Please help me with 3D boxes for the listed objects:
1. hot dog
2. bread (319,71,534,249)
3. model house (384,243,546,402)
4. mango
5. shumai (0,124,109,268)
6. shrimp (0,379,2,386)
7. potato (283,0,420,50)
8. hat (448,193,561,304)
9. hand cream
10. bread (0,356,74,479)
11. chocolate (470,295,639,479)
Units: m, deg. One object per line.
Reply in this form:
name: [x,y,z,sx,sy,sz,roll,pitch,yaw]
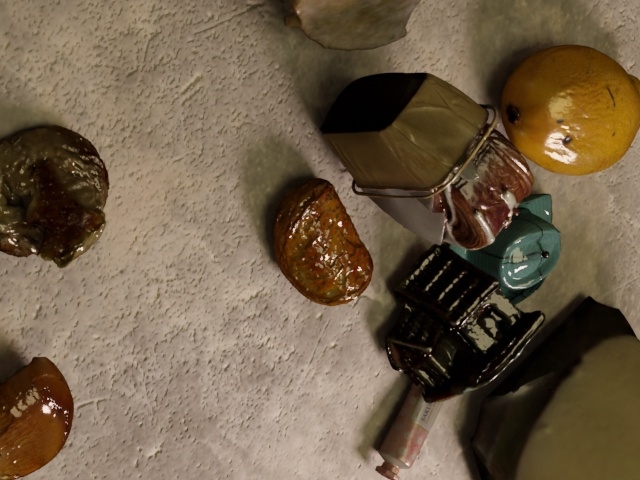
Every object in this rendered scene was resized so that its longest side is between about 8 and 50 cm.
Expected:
hot dog: [0.000,0.001,1.863,0.099,0.065,0.147,-43,119,-22]
bread: [0.123,-0.089,1.829,0.212,0.224,0.142,39,76,-22]
model house: [0.145,0.095,2.002,0.152,0.106,0.165,44,86,-19]
mango: [0.317,-0.155,2.063,0.262,0.109,0.157,-2,103,-44]
shumai: [-0.246,-0.042,1.607,0.139,0.105,0.123,-33,127,-61]
shrimp: [-0.378,0.081,1.551,0.267,0.061,0.145,39,71,-43]
potato: [0.010,-0.324,1.710,0.211,0.189,0.264,-17,161,-23]
hat: [0.241,0.013,2.080,0.191,0.078,0.138,-23,119,-35]
hand cream: [0.128,0.193,2.077,0.067,0.043,0.209,39,73,-40]
bread: [-0.287,0.181,1.659,0.126,0.044,0.129,-43,155,-14]
chocolate: [0.409,0.282,2.198,0.314,0.297,0.326,-41,129,-30]
